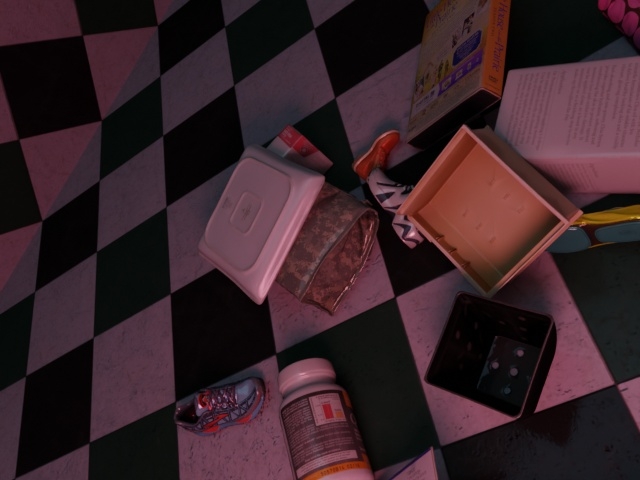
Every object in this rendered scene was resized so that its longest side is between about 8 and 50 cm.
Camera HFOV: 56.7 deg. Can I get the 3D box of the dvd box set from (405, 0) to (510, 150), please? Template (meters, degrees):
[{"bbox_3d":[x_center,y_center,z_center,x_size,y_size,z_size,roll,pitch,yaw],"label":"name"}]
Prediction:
[{"bbox_3d":[0.340,-0.464,1.463,0.308,0.062,0.420,-32,43,60],"label":"dvd box set"}]

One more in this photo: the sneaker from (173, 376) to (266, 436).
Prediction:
[{"bbox_3d":[-0.255,0.414,1.474,0.262,0.125,0.104,-33,51,18],"label":"sneaker"}]

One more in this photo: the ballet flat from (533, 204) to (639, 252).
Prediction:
[{"bbox_3d":[0.537,-0.027,1.170,0.231,0.077,0.077,-10,38,40],"label":"ballet flat"}]

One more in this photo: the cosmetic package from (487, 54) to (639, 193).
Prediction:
[{"bbox_3d":[0.592,-0.224,1.170,0.453,0.161,0.230,6,71,39],"label":"cosmetic package"}]

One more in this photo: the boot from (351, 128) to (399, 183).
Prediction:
[{"bbox_3d":[0.162,-0.219,1.562,0.158,0.059,0.084,-47,50,18],"label":"boot"}]

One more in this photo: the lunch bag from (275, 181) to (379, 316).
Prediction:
[{"bbox_3d":[0.000,0.000,1.484,0.235,0.169,0.287,34,93,43],"label":"lunch bag"}]

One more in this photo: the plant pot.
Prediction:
[{"bbox_3d":[0.338,0.226,1.111,0.187,0.167,0.188,14,76,40],"label":"plant pot"}]

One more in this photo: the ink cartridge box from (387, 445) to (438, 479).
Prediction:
[{"bbox_3d":[0.161,0.560,1.011,0.303,0.072,0.307,119,162,-45],"label":"ink cartridge box"}]

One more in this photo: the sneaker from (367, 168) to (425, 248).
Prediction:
[{"bbox_3d":[0.221,-0.112,1.431,0.153,0.094,0.235,-35,50,14],"label":"sneaker"}]

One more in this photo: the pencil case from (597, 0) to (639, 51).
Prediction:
[{"bbox_3d":[0.690,-0.493,1.288,0.095,0.098,0.209,-34,50,17],"label":"pencil case"}]

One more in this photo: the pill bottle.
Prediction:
[{"bbox_3d":[0.001,0.404,1.265,0.162,0.162,0.278,-32,51,18],"label":"pill bottle"}]

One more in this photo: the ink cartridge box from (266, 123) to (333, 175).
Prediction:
[{"bbox_3d":[-0.098,-0.190,1.664,0.218,0.158,0.092,-49,47,4],"label":"ink cartridge box"}]

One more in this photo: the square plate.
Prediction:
[{"bbox_3d":[-0.176,-0.062,1.513,0.344,0.049,0.347,31,95,46],"label":"square plate"}]

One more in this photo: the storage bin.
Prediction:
[{"bbox_3d":[0.325,-0.051,1.189,0.262,0.123,0.260,48,127,18],"label":"storage bin"}]
